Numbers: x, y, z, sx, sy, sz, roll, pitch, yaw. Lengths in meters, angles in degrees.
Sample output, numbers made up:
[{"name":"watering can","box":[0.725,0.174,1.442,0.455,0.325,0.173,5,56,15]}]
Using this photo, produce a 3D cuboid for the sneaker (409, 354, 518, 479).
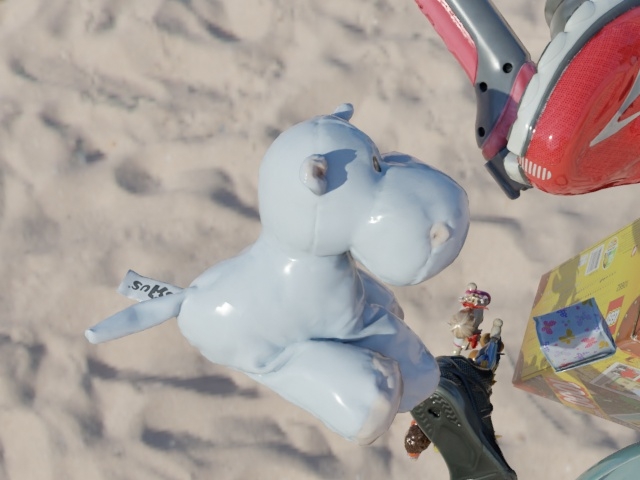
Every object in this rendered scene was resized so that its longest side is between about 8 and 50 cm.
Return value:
[{"name":"sneaker","box":[0.188,0.230,1.649,0.087,0.227,0.130,-20,22,31]}]

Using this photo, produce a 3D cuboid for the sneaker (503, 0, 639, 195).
[{"name":"sneaker","box":[0.218,-0.072,0.692,0.279,0.107,0.118,-15,40,-31]}]

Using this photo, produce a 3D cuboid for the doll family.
[{"name":"doll family","box":[0.199,0.190,1.780,0.118,0.263,0.163,21,15,9]}]

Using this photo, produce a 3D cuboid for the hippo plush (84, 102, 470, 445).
[{"name":"hippo plush","box":[0.000,0.000,1.164,0.294,0.236,0.234,23,21,-2]}]

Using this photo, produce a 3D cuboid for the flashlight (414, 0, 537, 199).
[{"name":"flashlight","box":[0.136,-0.188,1.310,0.103,0.103,0.304,-36,87,-23]}]

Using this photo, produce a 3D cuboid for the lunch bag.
[{"name":"lunch bag","box":[0.268,0.105,1.420,0.071,0.083,0.053,-19,55,14]}]

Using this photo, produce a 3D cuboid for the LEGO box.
[{"name":"LEGO box","box":[0.527,0.146,1.880,0.372,0.500,0.193,20,75,-4]}]

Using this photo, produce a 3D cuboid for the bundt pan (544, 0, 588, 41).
[{"name":"bundt pan","box":[0.405,-0.241,1.809,0.124,0.331,0.331,-26,38,26]}]

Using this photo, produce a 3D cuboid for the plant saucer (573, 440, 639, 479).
[{"name":"plant saucer","box":[0.423,0.357,1.817,0.318,0.317,0.043,-15,46,-13]}]
